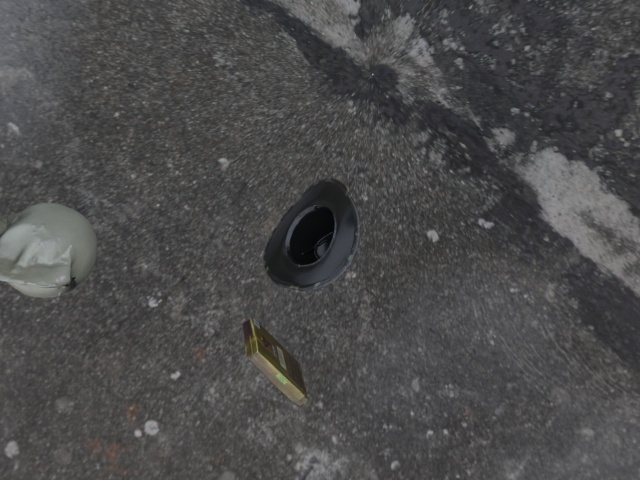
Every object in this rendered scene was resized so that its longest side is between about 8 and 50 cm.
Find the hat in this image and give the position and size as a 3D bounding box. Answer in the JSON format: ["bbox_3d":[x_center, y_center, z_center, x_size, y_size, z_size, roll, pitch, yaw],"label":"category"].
[{"bbox_3d":[0.000,0.000,0.574,0.050,0.121,0.121,28,110,-40],"label":"hat"}]

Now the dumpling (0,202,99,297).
[{"bbox_3d":[-0.376,0.006,0.815,0.150,0.176,0.092,30,132,-24],"label":"dumpling"}]

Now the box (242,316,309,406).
[{"bbox_3d":[-0.069,0.188,0.943,0.023,0.090,0.133,-36,120,6],"label":"box"}]
